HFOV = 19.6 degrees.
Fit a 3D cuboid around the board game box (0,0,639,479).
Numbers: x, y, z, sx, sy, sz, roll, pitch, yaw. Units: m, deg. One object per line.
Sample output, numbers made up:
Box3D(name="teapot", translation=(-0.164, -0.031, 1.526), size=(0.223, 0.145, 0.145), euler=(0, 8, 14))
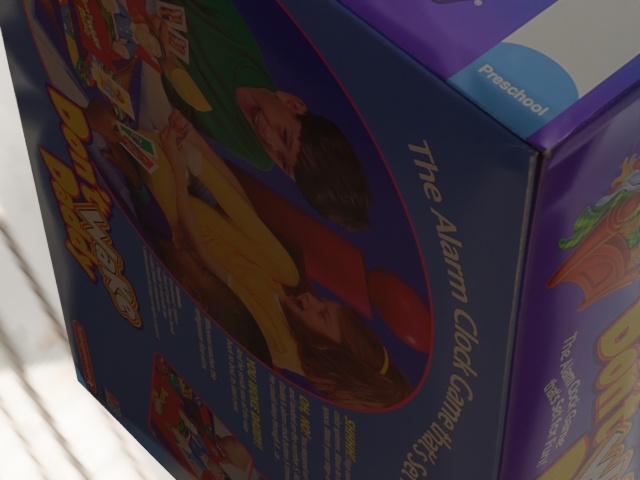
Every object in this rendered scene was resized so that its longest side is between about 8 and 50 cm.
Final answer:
Box3D(name="board game box", translation=(0.000, 0.000, 0.600), size=(0.233, 0.078, 0.347), euler=(41, -27, 27))
